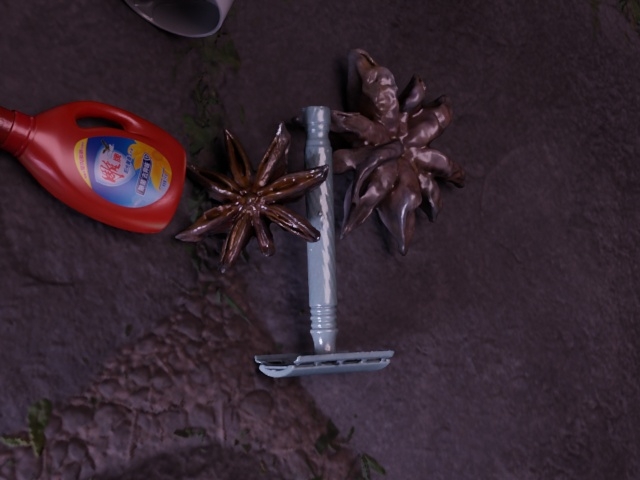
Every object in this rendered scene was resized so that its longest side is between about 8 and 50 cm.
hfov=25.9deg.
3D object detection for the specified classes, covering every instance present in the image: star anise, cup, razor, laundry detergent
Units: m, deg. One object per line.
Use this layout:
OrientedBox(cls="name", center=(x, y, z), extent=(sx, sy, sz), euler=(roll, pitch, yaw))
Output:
OrientedBox(cls="star anise", center=(-0.056, -0.036, 1.168), extent=(0.042, 0.141, 0.141), euler=(61, 35, -69))
OrientedBox(cls="star anise", center=(0.068, -0.088, 1.284), extent=(0.182, 0.065, 0.195), euler=(-25, 94, -37))
OrientedBox(cls="cup", center=(-0.116, -0.259, 1.161), extent=(0.136, 0.099, 0.133), euler=(38, 62, -26))
OrientedBox(cls="razor", center=(0.000, 0.000, 1.200), extent=(0.106, 0.068, 0.231), euler=(-1, 87, -37))
OrientedBox(cls="laundry detergent", center=(-0.187, -0.071, 1.101), extent=(0.165, 0.049, 0.097), euler=(24, 60, -30))
